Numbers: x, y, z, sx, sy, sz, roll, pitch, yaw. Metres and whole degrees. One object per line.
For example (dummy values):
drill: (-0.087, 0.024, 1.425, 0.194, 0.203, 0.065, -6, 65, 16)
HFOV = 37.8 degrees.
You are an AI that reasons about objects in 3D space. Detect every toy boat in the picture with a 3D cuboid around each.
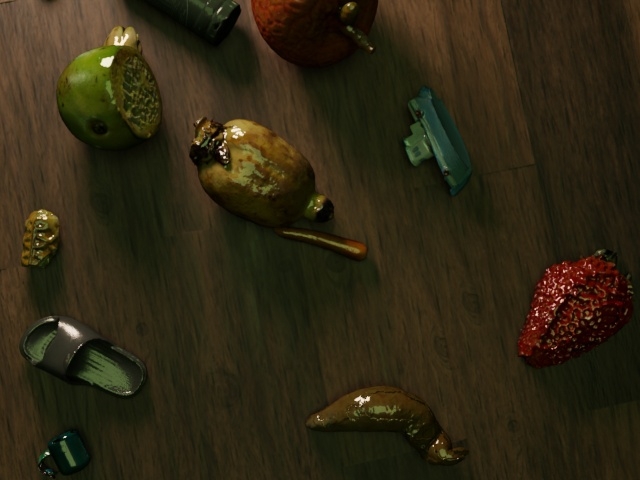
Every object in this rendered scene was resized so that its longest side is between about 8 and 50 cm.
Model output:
toy boat: (0.217, -0.185, 1.813, 0.102, 0.088, 0.215, -27, 91, 28)

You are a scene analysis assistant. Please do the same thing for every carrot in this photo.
carrot: (0.000, 0.000, 1.801, 0.190, 0.037, 0.037, 16, 86, 0)

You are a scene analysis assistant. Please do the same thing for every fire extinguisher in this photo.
fire extinguisher: (-0.301, -0.492, 1.758, 0.311, 0.114, 0.095, 33, 69, -1)

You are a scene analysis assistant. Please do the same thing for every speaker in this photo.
speaker: (-0.476, 0.398, 1.731, 0.094, 0.060, 0.075, -26, 90, 29)

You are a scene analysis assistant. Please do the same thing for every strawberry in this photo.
strawberry: (0.502, 0.133, 1.801, 0.188, 0.106, 0.286, 40, 85, -1)

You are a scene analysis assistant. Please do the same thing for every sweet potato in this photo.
sweet potato: (0.135, 0.338, 1.765, 0.310, 0.098, 0.124, 15, 93, -1)

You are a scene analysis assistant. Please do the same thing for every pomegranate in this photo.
pomegranate: (-0.399, -0.282, 1.706, 0.159, 0.190, 0.241, -5, 89, 19)

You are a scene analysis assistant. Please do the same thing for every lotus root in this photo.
lotus root: (-0.114, -0.117, 1.742, 0.314, 0.141, 0.169, 33, 88, -12)

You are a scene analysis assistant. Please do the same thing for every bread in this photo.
bread: (-0.519, -0.003, 1.740, 0.066, 0.060, 0.110, 4, 85, 25)

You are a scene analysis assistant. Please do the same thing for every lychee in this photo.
lychee: (-0.010, -0.437, 1.715, 0.255, 0.255, 0.300, -27, 55, -6)

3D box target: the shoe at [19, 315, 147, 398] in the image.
shoe: (-0.435, 0.216, 1.720, 0.241, 0.093, 0.108, 25, 87, -5)
